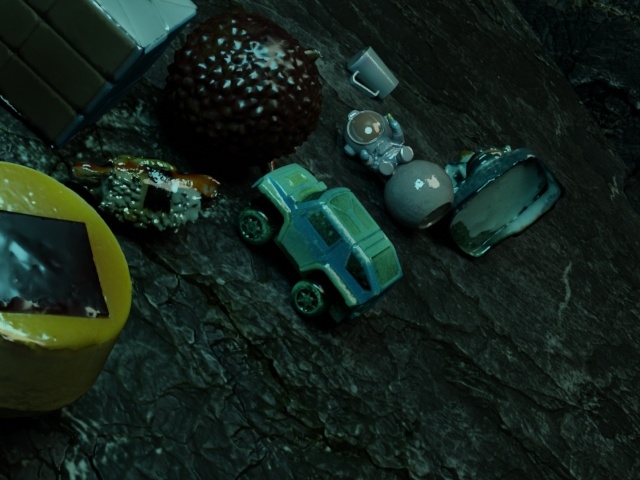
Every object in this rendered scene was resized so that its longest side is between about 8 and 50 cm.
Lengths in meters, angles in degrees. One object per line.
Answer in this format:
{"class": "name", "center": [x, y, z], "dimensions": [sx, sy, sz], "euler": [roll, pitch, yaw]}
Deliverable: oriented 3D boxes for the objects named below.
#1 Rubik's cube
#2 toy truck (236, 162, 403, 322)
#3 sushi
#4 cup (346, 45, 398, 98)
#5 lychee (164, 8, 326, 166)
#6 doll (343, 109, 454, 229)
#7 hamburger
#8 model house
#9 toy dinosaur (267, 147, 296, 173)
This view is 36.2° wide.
{"class": "Rubik's cube", "center": [-0.359, -0.315, 1.446], "dimensions": [0.221, 0.225, 0.231], "euler": [44, 30, -9]}
{"class": "toy truck", "center": [0.000, 0.000, 1.617], "dimensions": [0.278, 0.156, 0.155], "euler": [53, 31, 5]}
{"class": "sushi", "center": [-0.256, -0.064, 1.425], "dimensions": [0.226, 0.097, 0.103], "euler": [13, 38, -24]}
{"class": "cup", "center": [0.115, -0.382, 2.287], "dimensions": [0.116, 0.074, 0.104], "euler": [46, 54, -14]}
{"class": "lychee", "center": [-0.120, -0.257, 1.650], "dimensions": [0.300, 0.264, 0.264], "euler": [-33, 81, -28]}
{"class": "doll", "center": [0.150, -0.156, 2.009], "dimensions": [0.287, 0.151, 0.151], "euler": [52, 30, 18]}
{"class": "hamburger", "center": [-0.354, 0.055, 1.085], "dimensions": [0.300, 0.176, 0.300], "euler": [33, 34, -26]}
{"class": "model house", "center": [0.348, -0.134, 2.157], "dimensions": [0.184, 0.253, 0.291], "euler": [43, 11, -34]}
{"class": "toy dinosaur", "center": [-0.083, -0.187, 1.825], "dimensions": [0.101, 0.055, 0.279], "euler": [-2, 58, -41]}
